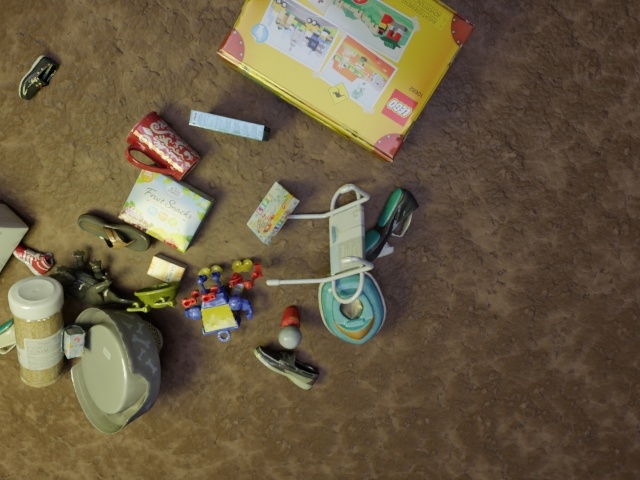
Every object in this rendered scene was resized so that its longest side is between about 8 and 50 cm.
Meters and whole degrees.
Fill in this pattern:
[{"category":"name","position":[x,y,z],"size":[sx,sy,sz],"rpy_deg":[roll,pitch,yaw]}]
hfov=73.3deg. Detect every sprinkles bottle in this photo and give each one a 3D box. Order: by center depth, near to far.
[{"category":"sprinkles bottle","position":[-0.786,0.264,1.206],"size":[0.122,0.121,0.355],"rpy_deg":[18,124,-5]}]

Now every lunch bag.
[{"category":"lunch bag","position":[-0.695,0.282,1.205],"size":[0.053,0.083,0.070],"rpy_deg":[0,101,-39]}]

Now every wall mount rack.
[{"category":"wall mount rack","position":[0.000,0.000,1.175],"size":[0.304,0.131,0.349],"rpy_deg":[-20,60,39]}]

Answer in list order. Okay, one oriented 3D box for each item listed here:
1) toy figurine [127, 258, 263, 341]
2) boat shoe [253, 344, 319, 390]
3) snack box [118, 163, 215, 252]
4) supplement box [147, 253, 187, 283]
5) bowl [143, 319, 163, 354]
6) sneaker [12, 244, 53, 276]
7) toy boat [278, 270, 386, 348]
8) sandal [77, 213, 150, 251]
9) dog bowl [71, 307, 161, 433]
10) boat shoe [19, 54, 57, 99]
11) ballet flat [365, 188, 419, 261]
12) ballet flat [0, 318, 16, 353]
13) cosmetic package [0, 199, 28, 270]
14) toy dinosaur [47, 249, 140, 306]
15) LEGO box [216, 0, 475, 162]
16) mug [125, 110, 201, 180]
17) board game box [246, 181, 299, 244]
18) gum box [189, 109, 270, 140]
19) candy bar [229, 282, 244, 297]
[{"category":"toy figurine","position":[-0.324,0.213,1.222],"size":[0.363,0.191,0.217],"rpy_deg":[-12,112,-4]},{"category":"boat shoe","position":[-0.102,0.380,1.335],"size":[0.224,0.080,0.073],"rpy_deg":[37,93,-14]},{"category":"snack box","position":[-0.435,-0.092,1.228],"size":[0.207,0.070,0.174],"rpy_deg":[30,101,-8]},{"category":"supplement box","position":[-0.456,0.087,1.282],"size":[0.099,0.036,0.062],"rpy_deg":[23,101,-6]},{"category":"bowl","position":[-0.529,0.305,1.291],"size":[0.170,0.080,0.169],"rpy_deg":[3,96,36]},{"category":"sneaker","position":[-0.840,0.044,1.261],"size":[0.067,0.042,0.118],"rpy_deg":[-34,108,10]},{"category":"toy boat","position":[0.033,0.223,1.252],"size":[0.319,0.148,0.267],"rpy_deg":[-16,118,7]},{"category":"sandal","position":[-0.596,-0.013,1.229],"size":[0.220,0.060,0.089],"rpy_deg":[21,132,-5]},{"category":"dog bowl","position":[-0.582,0.355,1.220],"size":[0.349,0.102,0.348],"rpy_deg":[3,95,36]},{"category":"boat shoe","position":[-0.762,-0.432,1.159],"size":[0.042,0.049,0.133],"rpy_deg":[37,94,0]},{"category":"ballet flat","position":[0.189,-0.018,1.249],"size":[0.096,0.095,0.280],"rpy_deg":[33,99,-19]},{"category":"ballet flat","position":[-1.006,0.327,1.304],"size":[0.249,0.086,0.086],"rpy_deg":[-26,101,3]},{"category":"cosmetic package","position":[-1.017,0.062,1.161],"size":[0.156,0.217,0.385],"rpy_deg":[42,101,11]},{"category":"toy dinosaur","position":[-0.681,0.131,1.260],"size":[0.314,0.120,0.160],"rpy_deg":[14,131,-14]},{"category":"LEGO box","position":[0.059,-0.487,1.092],"size":[0.501,0.193,0.372],"rpy_deg":[31,99,-7]},{"category":"mug","position":[-0.434,-0.239,1.175],"size":[0.169,0.113,0.150],"rpy_deg":[41,80,-13]},{"category":"board game box","position":[-0.137,-0.079,1.225],"size":[0.026,0.103,0.154],"rpy_deg":[25,103,-48]},{"category":"gum box","position":[-0.234,-0.302,1.143],"size":[0.185,0.157,0.041],"rpy_deg":[12,102,-4]},{"category":"candy bar","position":[-0.269,0.192,1.317],"size":[0.040,0.018,0.161],"rpy_deg":[21,101,-4]}]
